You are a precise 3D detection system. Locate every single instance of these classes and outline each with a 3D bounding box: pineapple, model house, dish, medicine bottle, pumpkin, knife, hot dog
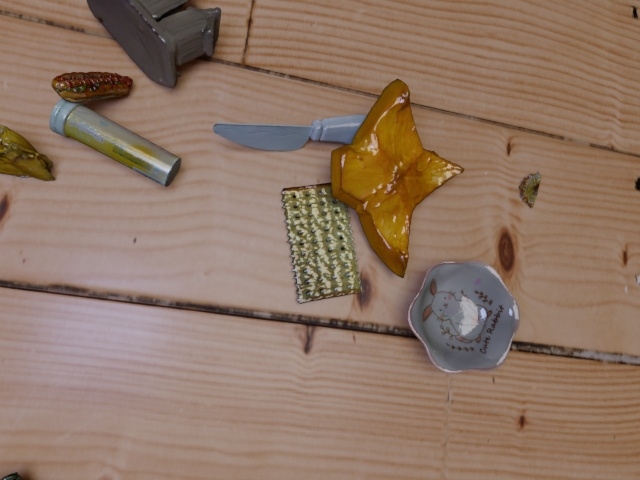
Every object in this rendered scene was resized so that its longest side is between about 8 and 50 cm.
[{"bbox_3d":[0.474,-0.120,0.978,0.045,0.019,0.083,24,80,-10],"label":"pineapple"},{"bbox_3d":[-0.298,-0.432,0.818,0.229,0.122,0.188,47,70,-6],"label":"model house"},{"bbox_3d":[0.274,0.151,0.862,0.229,0.081,0.230,1,80,-8],"label":"dish"},{"bbox_3d":[-0.367,-0.176,0.785,0.218,0.074,0.074,28,76,-8],"label":"medicine bottle"},{"bbox_3d":[0.142,-0.120,0.853,0.258,0.095,0.290,42,75,-22],"label":"pumpkin"},{"bbox_3d":[-0.043,-0.208,0.855,0.331,0.080,0.044,-6,60,-15],"label":"knife"},{"bbox_3d":[-0.405,-0.280,0.776,0.062,0.038,0.144,43,38,11],"label":"hot dog"}]

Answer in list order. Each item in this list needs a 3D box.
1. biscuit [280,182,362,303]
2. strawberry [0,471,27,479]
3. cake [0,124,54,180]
[{"bbox_3d":[0.000,0.000,0.859,0.138,0.016,0.232,-8,82,-14],"label":"biscuit"},{"bbox_3d":[-0.478,0.450,0.649,0.140,0.085,0.192,-41,96,-23],"label":"strawberry"},{"bbox_3d":[-0.559,-0.156,0.759,0.184,0.116,0.080,-3,75,20],"label":"cake"}]
